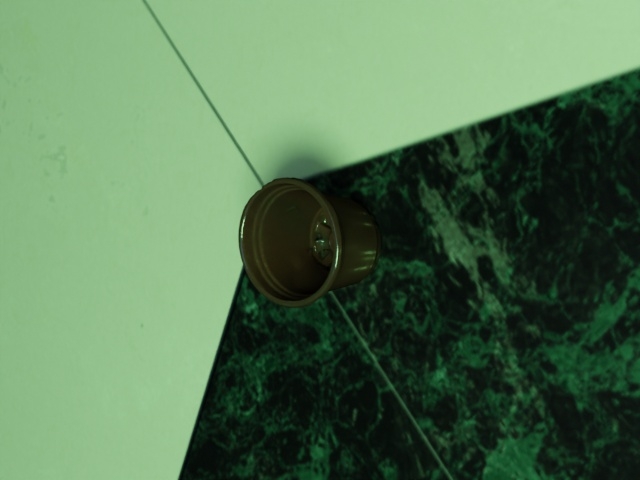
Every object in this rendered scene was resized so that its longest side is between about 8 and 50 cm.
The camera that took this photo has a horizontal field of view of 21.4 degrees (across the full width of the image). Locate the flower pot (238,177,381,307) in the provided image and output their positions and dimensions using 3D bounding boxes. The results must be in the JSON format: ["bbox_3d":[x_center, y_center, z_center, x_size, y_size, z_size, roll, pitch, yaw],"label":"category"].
[{"bbox_3d":[0.000,0.000,1.436,0.111,0.089,0.111,3,95,39],"label":"flower pot"}]
